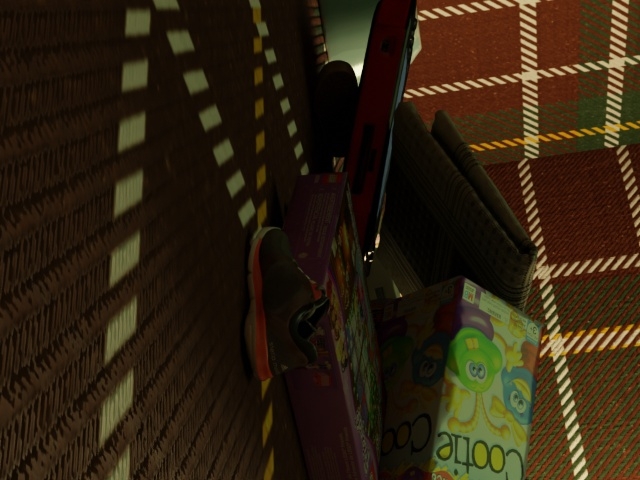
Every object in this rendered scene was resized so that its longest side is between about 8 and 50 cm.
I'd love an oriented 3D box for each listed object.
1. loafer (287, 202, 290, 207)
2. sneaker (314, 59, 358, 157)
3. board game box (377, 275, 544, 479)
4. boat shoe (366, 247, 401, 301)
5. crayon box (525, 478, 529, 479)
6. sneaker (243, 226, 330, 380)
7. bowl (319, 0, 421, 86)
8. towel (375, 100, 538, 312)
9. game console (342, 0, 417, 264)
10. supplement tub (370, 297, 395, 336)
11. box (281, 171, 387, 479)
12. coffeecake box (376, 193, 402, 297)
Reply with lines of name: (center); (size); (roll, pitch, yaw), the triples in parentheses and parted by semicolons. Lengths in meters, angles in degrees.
loafer: (0.000, 0.000, 1.255); (0.148, 0.050, 0.056); (65, 18, -69)
sneaker: (0.022, -0.209, 1.667); (0.192, 0.064, 0.086); (82, 2, -56)
board game box: (0.142, 0.204, 1.309); (0.144, 0.142, 0.275); (29, 58, -27)
boat shoe: (0.112, 0.123, 1.978); (0.081, 0.079, 0.228); (3, 76, -79)
crayon box: (0.290, 0.537, 2.025); (0.363, 0.106, 0.313); (20, -52, 48)
sneaker: (-0.023, 0.049, 0.925); (0.158, 0.065, 0.061); (-91, 170, -47)
bowl: (0.090, -0.417, 2.071); (0.311, 0.163, 0.312); (-7, 90, -83)
towel: (0.173, 0.015, 1.522); (0.312, 0.056, 0.324); (94, -28, -46)
game console: (0.090, -0.144, 1.715); (0.342, 0.060, 0.387); (41, 60, -80)
supplement tub: (0.082, 0.154, 1.498); (0.190, 0.117, 0.117); (-76, 157, -75)
box: (0.014, 0.108, 1.141); (0.201, 0.057, 0.293); (-77, 159, -56)
coffeecake box: (0.141, 0.019, 2.405); (0.142, 0.068, 0.185); (-87, 167, -55)
